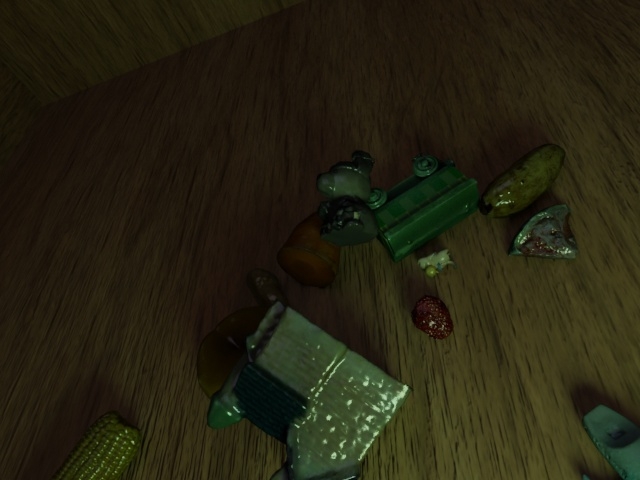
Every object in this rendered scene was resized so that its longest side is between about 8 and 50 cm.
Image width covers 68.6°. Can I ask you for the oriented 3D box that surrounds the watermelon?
[{"bbox_3d":[0.509,-0.015,1.032,0.187,0.071,0.139,-38,50,-8],"label":"watermelon"}]

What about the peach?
[{"bbox_3d":[-0.167,0.264,1.078,0.252,0.153,0.251,-9,48,10],"label":"peach"}]

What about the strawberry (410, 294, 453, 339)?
[{"bbox_3d":[0.239,0.168,1.005,0.096,0.083,0.083,39,74,14],"label":"strawberry"}]

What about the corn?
[{"bbox_3d":[-0.539,0.549,1.030,0.131,0.131,0.344,19,63,37],"label":"corn"}]

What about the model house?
[{"bbox_3d":[-0.032,0.304,0.870,0.299,0.243,0.284,32,74,12],"label":"model house"}]

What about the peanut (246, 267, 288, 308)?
[{"bbox_3d":[-0.137,0.131,1.228,0.080,0.080,0.174,-37,49,-6],"label":"peanut"}]

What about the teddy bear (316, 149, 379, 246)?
[{"bbox_3d":[0.050,-0.094,1.148,0.144,0.171,0.250,9,55,-21],"label":"teddy bear"}]

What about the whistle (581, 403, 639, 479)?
[{"bbox_3d":[0.510,0.363,0.689,0.186,0.093,0.274,-34,42,-3],"label":"whistle"}]

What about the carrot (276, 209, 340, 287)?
[{"bbox_3d":[0.000,0.000,1.235,0.159,0.159,0.225,2,42,28],"label":"carrot"}]

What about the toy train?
[{"bbox_3d":[0.243,-0.090,1.195,0.301,0.120,0.202,-33,48,-3],"label":"toy train"}]

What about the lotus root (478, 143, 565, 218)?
[{"bbox_3d":[0.487,-0.141,1.117,0.258,0.110,0.097,-40,44,-8],"label":"lotus root"}]

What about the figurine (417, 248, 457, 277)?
[{"bbox_3d":[0.274,0.056,1.106,0.084,0.047,0.050,-23,56,14],"label":"figurine"}]
